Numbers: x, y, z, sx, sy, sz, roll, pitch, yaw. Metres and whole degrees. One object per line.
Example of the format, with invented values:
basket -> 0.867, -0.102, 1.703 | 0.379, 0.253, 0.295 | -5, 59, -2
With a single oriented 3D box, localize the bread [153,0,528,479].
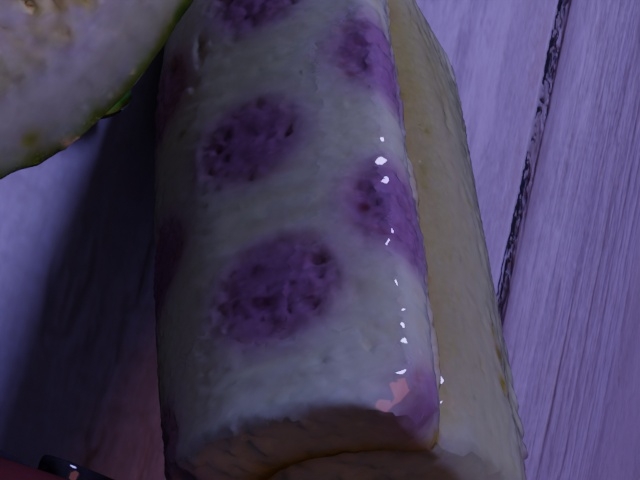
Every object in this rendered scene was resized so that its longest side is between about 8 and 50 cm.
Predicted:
bread -> 0.000, 0.000, 0.730 | 0.187, 0.155, 0.338 | 50, 27, -44

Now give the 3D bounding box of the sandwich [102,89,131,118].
sandwich -> -0.126, -0.094, 0.716 | 0.101, 0.026, 0.069 | -7, 98, -64

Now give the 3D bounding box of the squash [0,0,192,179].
squash -> -0.118, -0.169, 0.529 | 0.234, 0.210, 0.308 | 13, 80, -49

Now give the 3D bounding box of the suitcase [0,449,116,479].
suitcase -> -0.124, 0.232, 0.644 | 0.297, 0.161, 0.236 | 48, 54, -53
